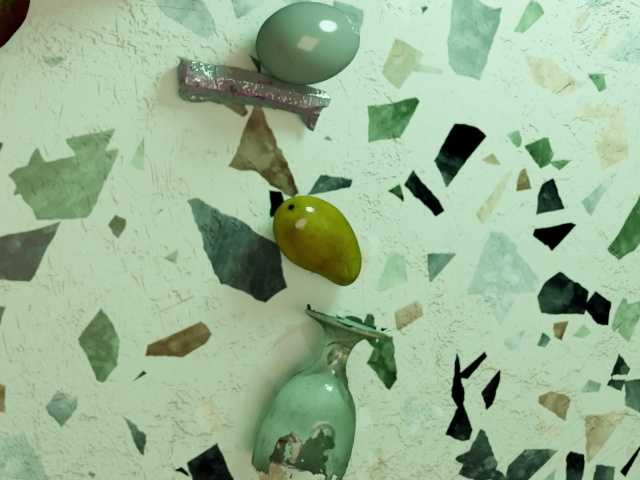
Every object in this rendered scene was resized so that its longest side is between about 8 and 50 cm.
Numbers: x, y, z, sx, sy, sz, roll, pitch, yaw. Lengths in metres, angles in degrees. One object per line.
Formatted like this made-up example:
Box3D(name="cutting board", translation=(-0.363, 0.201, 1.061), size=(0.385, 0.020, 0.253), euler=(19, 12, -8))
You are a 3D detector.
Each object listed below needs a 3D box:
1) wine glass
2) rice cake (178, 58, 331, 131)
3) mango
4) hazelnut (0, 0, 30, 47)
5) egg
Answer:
Box3D(name="wine glass", translation=(-0.002, 0.309, 1.727), size=(0.190, 0.190, 0.357), euler=(22, 85, -25))
Box3D(name="rice cake", translation=(-0.121, -0.266, 1.645), size=(0.290, 0.051, 0.081), euler=(10, 94, -24))
Box3D(name="mango", translation=(0.000, 0.000, 1.721), size=(0.227, 0.099, 0.136), euler=(43, 76, -32))
Box3D(name="hazelnut", translation=(-0.527, -0.383, 1.364), size=(0.208, 0.208, 0.208), euler=(-4, 100, -23))
Box3D(name="egg", translation=(-0.021, -0.354, 1.622), size=(0.199, 0.146, 0.146), euler=(-10, 103, -29))
